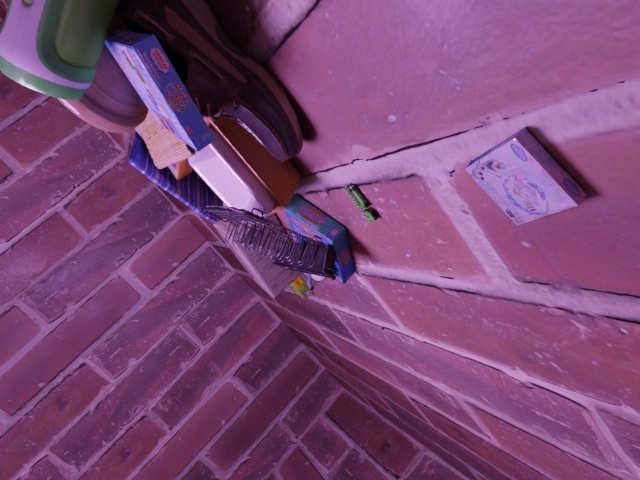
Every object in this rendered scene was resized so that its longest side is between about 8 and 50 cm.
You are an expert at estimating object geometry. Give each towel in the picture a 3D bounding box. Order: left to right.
[{"bbox_3d":[-0.414,-0.192,1.335,0.336,0.040,0.243,39,-162,-35],"label":"towel"}]

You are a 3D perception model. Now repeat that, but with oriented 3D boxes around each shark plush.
[{"bbox_3d":[-0.016,0.053,1.108,0.161,0.073,0.067,-123,18,-58],"label":"shark plush"}]

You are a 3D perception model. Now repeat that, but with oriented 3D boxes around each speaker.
[{"bbox_3d":[-0.337,-0.352,0.606,0.131,0.297,0.131,27,-161,-10],"label":"speaker"}]

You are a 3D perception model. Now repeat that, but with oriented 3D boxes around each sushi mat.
[{"bbox_3d":[-0.361,-0.245,1.008,0.316,0.019,0.152,5,119,58],"label":"sushi mat"}]

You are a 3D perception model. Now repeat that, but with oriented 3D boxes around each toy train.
[{"bbox_3d":[0.073,-0.066,0.792,0.083,0.017,0.023,50,153,-16],"label":"toy train"}]

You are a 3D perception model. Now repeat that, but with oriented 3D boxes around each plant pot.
[{"bbox_3d":[-0.380,-0.323,0.796,0.237,0.109,0.238,54,-159,-32],"label":"plant pot"}]

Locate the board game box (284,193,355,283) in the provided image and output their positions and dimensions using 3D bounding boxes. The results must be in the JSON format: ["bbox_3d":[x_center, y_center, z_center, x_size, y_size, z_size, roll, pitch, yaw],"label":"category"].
[{"bbox_3d":[0.000,0.000,1.067,0.160,0.047,0.210,36,162,27],"label":"board game box"}]

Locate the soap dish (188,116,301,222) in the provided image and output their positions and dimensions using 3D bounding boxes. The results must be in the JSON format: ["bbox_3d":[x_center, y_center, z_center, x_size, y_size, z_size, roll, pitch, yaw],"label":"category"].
[{"bbox_3d":[-0.172,-0.159,0.980,0.229,0.118,0.290,49,163,-12],"label":"soap dish"}]

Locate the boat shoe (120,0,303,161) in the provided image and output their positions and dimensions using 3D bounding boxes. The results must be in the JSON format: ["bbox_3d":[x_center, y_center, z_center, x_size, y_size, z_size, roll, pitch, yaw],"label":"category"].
[{"bbox_3d":[-0.178,-0.258,0.738,0.355,0.130,0.132,48,163,-8],"label":"boat shoe"}]

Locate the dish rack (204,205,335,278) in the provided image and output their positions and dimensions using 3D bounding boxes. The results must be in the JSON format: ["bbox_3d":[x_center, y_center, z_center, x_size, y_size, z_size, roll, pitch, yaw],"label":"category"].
[{"bbox_3d":[-0.114,-0.002,0.950,0.271,0.074,0.208,26,167,-36],"label":"dish rack"}]

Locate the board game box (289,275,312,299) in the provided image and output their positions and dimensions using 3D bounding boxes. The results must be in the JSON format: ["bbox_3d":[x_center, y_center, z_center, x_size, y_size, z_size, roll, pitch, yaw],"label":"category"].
[{"bbox_3d":[-0.113,0.135,1.663,0.181,0.043,0.092,52,161,-24],"label":"board game box"}]

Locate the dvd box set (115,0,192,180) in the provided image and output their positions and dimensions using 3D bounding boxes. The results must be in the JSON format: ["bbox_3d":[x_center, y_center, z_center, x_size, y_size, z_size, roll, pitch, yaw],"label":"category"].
[{"bbox_3d":[-0.409,-0.348,1.072,0.308,0.062,0.420,51,156,-1],"label":"dvd box set"}]

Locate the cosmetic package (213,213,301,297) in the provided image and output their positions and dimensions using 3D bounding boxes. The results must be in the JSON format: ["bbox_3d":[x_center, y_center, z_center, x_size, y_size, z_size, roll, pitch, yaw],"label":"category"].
[{"bbox_3d":[-0.181,0.023,1.378,0.129,0.153,0.296,33,158,39],"label":"cosmetic package"}]

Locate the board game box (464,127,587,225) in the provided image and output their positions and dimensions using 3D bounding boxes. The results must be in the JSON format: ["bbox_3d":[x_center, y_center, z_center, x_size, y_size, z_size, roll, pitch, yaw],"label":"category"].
[{"bbox_3d":[0.210,-0.063,0.466,0.090,0.020,0.090,46,164,-2],"label":"board game box"}]

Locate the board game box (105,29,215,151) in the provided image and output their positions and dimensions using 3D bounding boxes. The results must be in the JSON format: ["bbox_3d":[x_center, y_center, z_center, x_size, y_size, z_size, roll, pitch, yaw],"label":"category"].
[{"bbox_3d":[-0.252,-0.235,0.685,0.211,0.039,0.160,34,158,48],"label":"board game box"}]
